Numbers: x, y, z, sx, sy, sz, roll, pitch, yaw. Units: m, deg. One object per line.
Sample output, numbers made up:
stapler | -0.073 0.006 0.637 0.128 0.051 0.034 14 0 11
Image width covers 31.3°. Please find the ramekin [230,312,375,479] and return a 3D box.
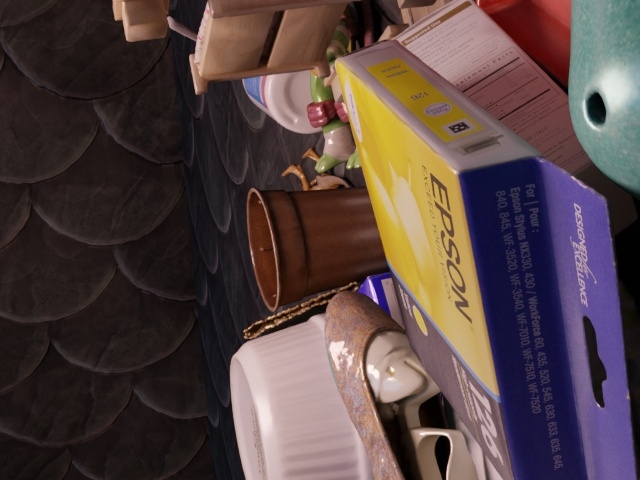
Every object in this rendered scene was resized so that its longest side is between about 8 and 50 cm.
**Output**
ramekin | -0.024 0.228 1.356 0.273 0.127 0.272 171 90 -76

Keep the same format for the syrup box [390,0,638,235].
syrup box | 0.148 -0.091 0.932 0.237 0.096 0.093 57 180 43

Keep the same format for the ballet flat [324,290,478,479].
ballet flat | 0.094 0.179 1.102 0.106 0.108 0.315 -40 63 48

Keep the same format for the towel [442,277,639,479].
towel | 0.221 0.234 0.991 0.320 0.090 0.374 133 126 -69

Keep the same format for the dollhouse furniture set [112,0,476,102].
dollhouse furniture set | -0.037 -0.250 1.126 0.303 0.356 0.173 128 131 -72

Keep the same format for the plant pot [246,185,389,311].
plant pot | 0.000 0.000 1.535 0.167 0.165 0.166 171 90 -77

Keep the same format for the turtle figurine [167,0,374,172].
turtle figurine | -0.033 -0.203 1.396 0.275 0.198 0.266 -44 -67 -57

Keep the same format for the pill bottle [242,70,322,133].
pill bottle | -0.043 -0.233 1.637 0.221 0.124 0.124 -134 37 -65

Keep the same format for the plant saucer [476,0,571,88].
plant saucer | 0.194 -0.251 0.848 0.259 0.048 0.258 -122 26 -55

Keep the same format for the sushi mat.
sushi mat | -0.015 0.095 1.525 0.316 0.152 0.019 48 -160 -85

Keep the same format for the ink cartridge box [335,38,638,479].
ink cartridge box | 0.119 0.039 0.845 0.307 0.072 0.303 -122 15 -57

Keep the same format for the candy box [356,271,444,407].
candy box | 0.105 0.197 1.342 0.317 0.122 0.268 123 135 -68

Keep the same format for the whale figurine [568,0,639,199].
whale figurine | 0.195 -0.141 0.658 0.272 0.141 0.216 68 163 3

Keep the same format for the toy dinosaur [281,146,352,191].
toy dinosaur | 0.007 -0.084 1.711 0.112 0.064 0.211 49 159 2
